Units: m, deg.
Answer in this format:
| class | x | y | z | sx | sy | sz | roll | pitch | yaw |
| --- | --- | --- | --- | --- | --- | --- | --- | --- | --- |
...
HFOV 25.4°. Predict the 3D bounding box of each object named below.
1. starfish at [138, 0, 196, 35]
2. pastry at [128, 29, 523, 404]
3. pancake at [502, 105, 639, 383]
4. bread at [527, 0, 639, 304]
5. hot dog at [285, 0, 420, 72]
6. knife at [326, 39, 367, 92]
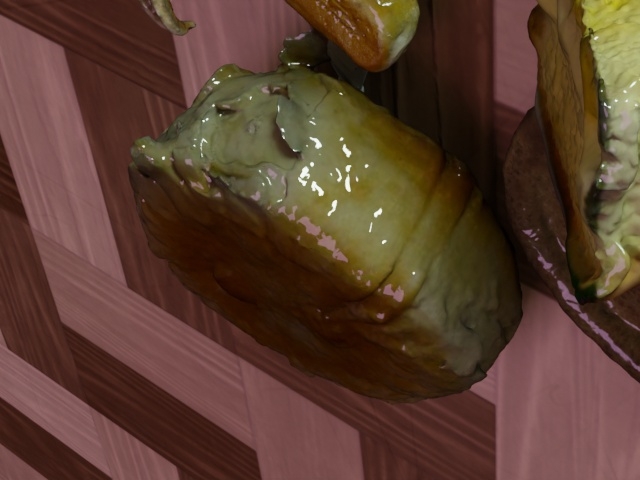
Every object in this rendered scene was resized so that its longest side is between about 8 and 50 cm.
| class | x | y | z | sx | sy | sz | roll | pitch | yaw |
| --- | --- | --- | --- | --- | --- | --- | --- | --- | --- |
| starfish | -0.200 | -0.297 | 1.014 | 0.327 | 0.094 | 0.375 | 48 | -178 | -41 |
| pastry | 0.000 | 0.000 | 1.077 | 0.329 | 0.136 | 0.330 | 29 | 157 | 13 |
| pancake | 0.242 | 0.012 | 0.907 | 0.288 | 0.033 | 0.286 | 48 | 151 | 2 |
| bread | 0.185 | -0.095 | 0.767 | 0.133 | 0.252 | 0.174 | -7 | 131 | 3 |
| hot dog | -0.038 | -0.229 | 0.958 | 0.286 | 0.061 | 0.088 | 47 | 157 | 7 |
| knife | 0.020 | -0.129 | 1.048 | 0.047 | 0.017 | 0.298 | 51 | 152 | 18 |
